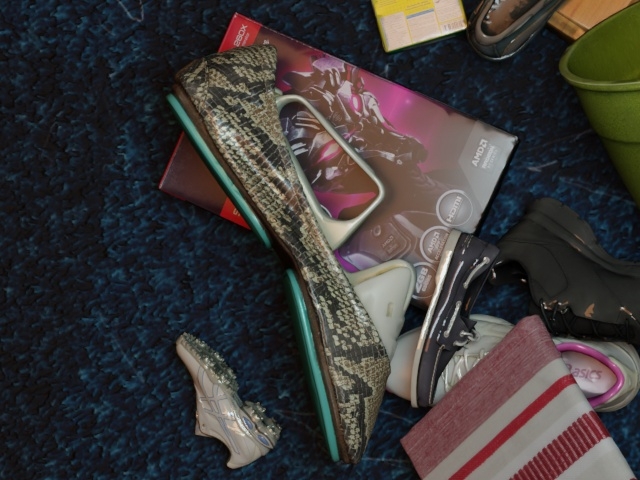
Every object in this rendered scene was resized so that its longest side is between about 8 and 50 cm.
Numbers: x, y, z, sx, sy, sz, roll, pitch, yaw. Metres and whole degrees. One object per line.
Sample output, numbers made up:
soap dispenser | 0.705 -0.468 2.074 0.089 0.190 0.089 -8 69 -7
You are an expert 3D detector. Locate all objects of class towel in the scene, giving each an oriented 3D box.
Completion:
towel | 0.234 0.277 1.716 0.237 0.037 0.329 -49 55 32

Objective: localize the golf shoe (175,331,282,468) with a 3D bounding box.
golf shoe | -0.130 0.194 1.928 0.086 0.069 0.176 -40 83 12

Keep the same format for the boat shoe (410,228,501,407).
boat shoe | 0.149 0.093 1.799 0.065 0.075 0.206 15 92 9

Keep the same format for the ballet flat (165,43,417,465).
ballet flat | 0.000 0.000 1.786 0.182 0.164 0.482 -24 87 -5

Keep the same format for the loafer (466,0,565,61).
loafer | 0.260 -0.314 1.797 0.096 0.084 0.267 36 94 7

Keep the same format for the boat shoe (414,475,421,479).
boat shoe | 0.135 0.315 1.875 0.285 0.103 0.092 -21 77 7

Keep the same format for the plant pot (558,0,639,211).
plant pot | 0.482 -0.083 1.708 0.366 0.366 0.353 -20 108 7

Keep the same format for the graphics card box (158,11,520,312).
graphics card box | 0.022 -0.090 1.895 0.371 0.094 0.232 25 94 7

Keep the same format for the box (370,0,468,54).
box | 0.104 -0.320 1.914 0.105 0.043 0.179 -15 89 8

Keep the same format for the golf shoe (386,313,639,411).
golf shoe | 0.213 0.144 1.843 0.306 0.140 0.115 -1 90 9

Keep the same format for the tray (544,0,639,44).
tray | 0.365 -0.427 1.863 0.203 0.076 0.411 35 95 7

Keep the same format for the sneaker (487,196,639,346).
sneaker | 0.303 0.070 1.796 0.130 0.109 0.286 -39 50 -20
